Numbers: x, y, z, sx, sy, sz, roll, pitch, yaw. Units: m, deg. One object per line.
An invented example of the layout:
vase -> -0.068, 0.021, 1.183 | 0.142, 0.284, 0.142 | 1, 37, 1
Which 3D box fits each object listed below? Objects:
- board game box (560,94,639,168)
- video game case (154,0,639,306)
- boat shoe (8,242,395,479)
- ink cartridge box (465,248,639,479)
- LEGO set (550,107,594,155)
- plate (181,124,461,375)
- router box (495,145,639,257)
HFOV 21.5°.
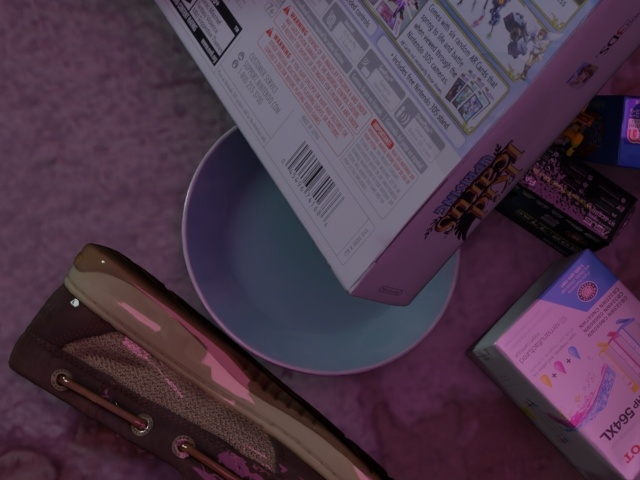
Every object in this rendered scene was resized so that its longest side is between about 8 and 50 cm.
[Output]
board game box -> 0.274, -0.064, 1.096 | 0.210, 0.160, 0.047 | 4, 95, -6
video game case -> 0.044, -0.143, 0.950 | 0.244, 0.061, 0.269 | -50, 53, 23
boat shoe -> -0.050, 0.150, 1.059 | 0.342, 0.123, 0.123 | 40, 88, 3
ink cartridge box -> 0.183, 0.090, 1.103 | 0.143, 0.090, 0.092 | 45, 80, 1
LEGO set -> 0.125, -0.198, 1.064 | 0.192, 0.331, 0.254 | 15, 99, -48
plate -> 0.000, 0.000, 1.112 | 0.188, 0.024, 0.188 | 4, 71, -13
router box -> 0.138, -0.038, 1.112 | 0.122, 0.092, 0.038 | 34, 81, -1
